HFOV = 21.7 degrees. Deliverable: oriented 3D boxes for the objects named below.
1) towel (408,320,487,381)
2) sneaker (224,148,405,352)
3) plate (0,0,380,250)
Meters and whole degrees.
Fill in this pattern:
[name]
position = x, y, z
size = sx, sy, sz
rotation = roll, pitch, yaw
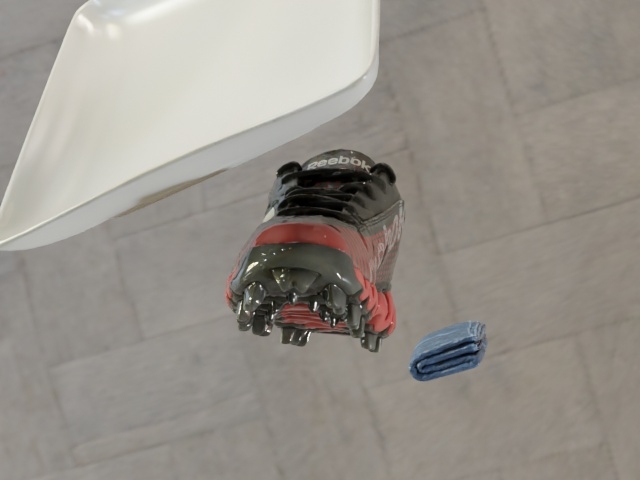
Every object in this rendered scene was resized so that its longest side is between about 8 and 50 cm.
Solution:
[towel]
position = 0.111, 0.095, 1.460
size = 0.067, 0.119, 0.029
rotation = -18, 94, 9
[sneaker]
position = 0.000, 0.000, 1.091
size = 0.098, 0.276, 0.135
rotation = 4, 85, 9
[plate]
position = -0.066, -0.119, 1.068
size = 0.277, 0.278, 0.045
rotation = -24, 124, 24
